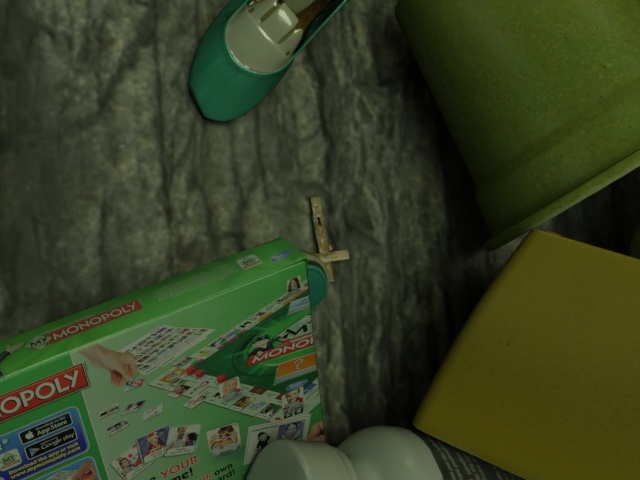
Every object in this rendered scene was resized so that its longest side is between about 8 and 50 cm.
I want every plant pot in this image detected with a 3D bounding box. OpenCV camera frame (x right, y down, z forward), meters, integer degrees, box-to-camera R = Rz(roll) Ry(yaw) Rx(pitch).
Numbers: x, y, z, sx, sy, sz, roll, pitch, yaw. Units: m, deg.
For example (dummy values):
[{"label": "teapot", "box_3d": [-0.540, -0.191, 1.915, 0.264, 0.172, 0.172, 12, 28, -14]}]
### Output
[{"label": "plant pot", "box_3d": [0.236, 0.102, 0.683, 0.212, 0.212, 0.187, 9, 100, -60]}, {"label": "plant pot", "box_3d": [0.212, -0.168, 0.763, 0.276, 0.276, 0.254, -29, 84, -23]}]

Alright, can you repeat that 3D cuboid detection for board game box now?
[{"label": "board game box", "box_3d": [-0.146, 0.146, 0.614, 0.317, 0.046, 0.214, -20, 123, -24]}]

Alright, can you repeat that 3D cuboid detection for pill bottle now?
[{"label": "pill bottle", "box_3d": [0.098, 0.254, 0.677, 0.318, 0.176, 0.177, 15, 78, -26]}]

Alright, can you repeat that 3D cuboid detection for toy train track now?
[{"label": "toy train track", "box_3d": [0.000, 0.000, 0.769, 0.048, 0.014, 0.083, -6, 80, -17]}]

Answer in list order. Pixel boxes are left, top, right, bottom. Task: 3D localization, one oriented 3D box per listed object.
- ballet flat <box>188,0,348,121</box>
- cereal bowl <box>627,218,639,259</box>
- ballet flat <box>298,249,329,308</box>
[{"label": "ballet flat", "box_3d": [-0.032, -0.216, 0.740, 0.083, 0.087, 0.247, 42, 70, -14]}, {"label": "cereal bowl", "box_3d": [0.445, -0.058, 0.814, 0.339, 0.339, 0.141, -33, 72, -23]}, {"label": "ballet flat", "box_3d": [-0.110, 0.065, 0.680, 0.248, 0.086, 0.086, -20, 92, -25]}]
